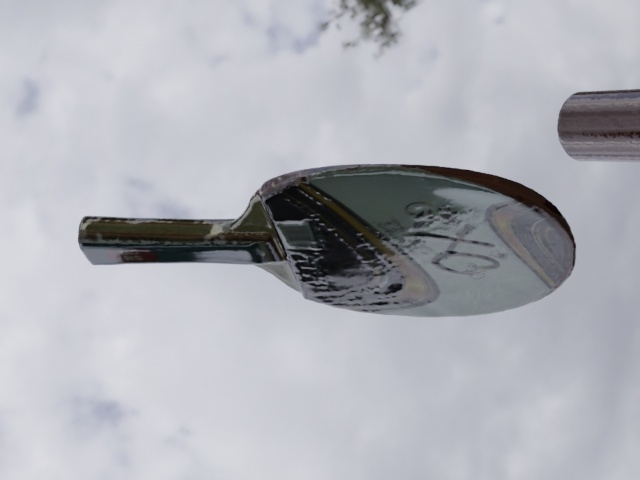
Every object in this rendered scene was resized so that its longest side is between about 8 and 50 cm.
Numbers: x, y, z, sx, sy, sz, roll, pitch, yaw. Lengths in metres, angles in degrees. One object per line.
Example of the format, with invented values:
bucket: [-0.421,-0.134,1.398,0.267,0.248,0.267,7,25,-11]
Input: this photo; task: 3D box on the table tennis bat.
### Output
table tennis bat: [0.000,0.000,0.820,0.173,0.301,0.022,71,-157,-58]

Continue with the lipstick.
lipstick: [0.298,-0.074,0.873,0.057,0.357,0.057,-2,-86,-36]
